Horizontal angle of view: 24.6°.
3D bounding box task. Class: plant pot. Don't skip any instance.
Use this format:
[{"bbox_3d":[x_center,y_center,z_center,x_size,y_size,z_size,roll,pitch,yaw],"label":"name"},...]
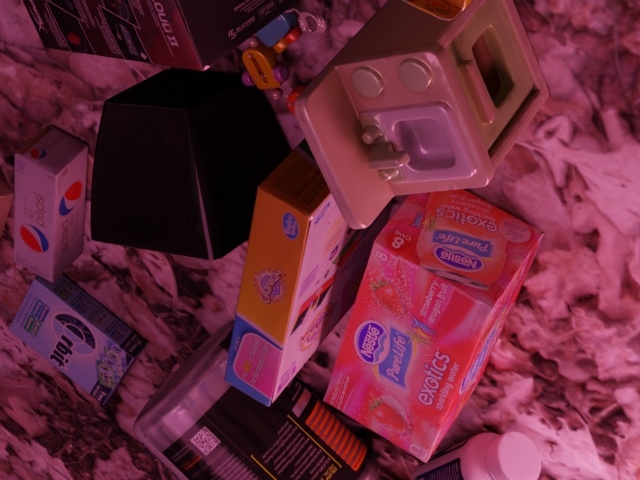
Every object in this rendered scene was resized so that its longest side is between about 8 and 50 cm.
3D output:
[{"bbox_3d":[-0.153,-0.100,1.698,0.188,0.187,0.167,8,117,32],"label":"plant pot"}]

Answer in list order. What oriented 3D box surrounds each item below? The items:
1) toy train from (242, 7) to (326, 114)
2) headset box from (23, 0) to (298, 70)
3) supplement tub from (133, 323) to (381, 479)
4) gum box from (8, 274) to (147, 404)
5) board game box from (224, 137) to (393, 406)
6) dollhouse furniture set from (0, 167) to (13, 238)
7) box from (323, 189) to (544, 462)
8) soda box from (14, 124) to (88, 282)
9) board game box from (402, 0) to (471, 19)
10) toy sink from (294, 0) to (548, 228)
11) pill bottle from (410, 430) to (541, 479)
[{"bbox_3d":[-0.025,-0.200,1.606,0.125,0.046,0.166,19,139,20],"label":"toy train"},{"bbox_3d":[-0.132,-0.274,1.441,0.293,0.218,0.110,13,135,44],"label":"headset box"},{"bbox_3d":[-0.065,0.291,1.950,0.338,0.207,0.207,45,139,-5],"label":"supplement tub"},{"bbox_3d":[-0.359,0.140,2.160,0.184,0.041,0.157,38,139,0],"label":"gum box"},{"bbox_3d":[0.000,0.000,1.614,0.064,0.242,0.316,29,138,15],"label":"board game box"},{"bbox_3d":[-0.510,-0.067,1.978,0.151,0.123,0.144,60,145,24],"label":"dollhouse furniture set"},{"bbox_3d":[0.122,0.092,1.680,0.154,0.142,0.300,30,139,12],"label":"box"},{"bbox_3d":[-0.363,-0.047,1.969,0.069,0.074,0.216,28,138,13],"label":"soda box"},{"bbox_3d":[0.114,-0.279,1.263,0.124,0.259,0.039,27,138,14],"label":"board game box"},{"bbox_3d":[0.106,-0.137,1.417,0.131,0.234,0.153,-4,123,39],"label":"toy sink"},{"bbox_3d":[0.197,0.296,1.846,0.094,0.094,0.169,46,139,-7],"label":"pill bottle"}]
